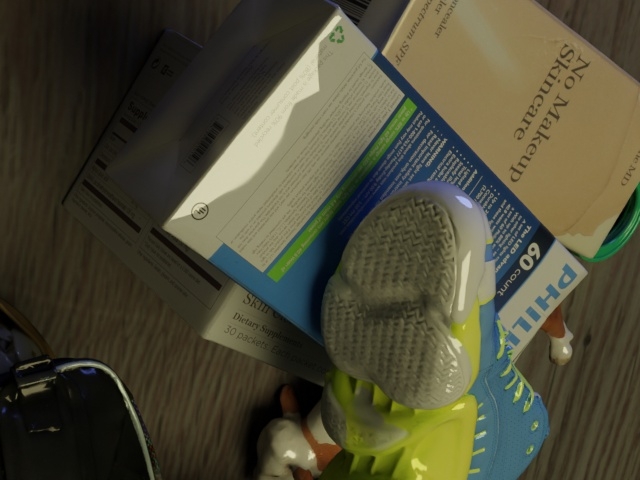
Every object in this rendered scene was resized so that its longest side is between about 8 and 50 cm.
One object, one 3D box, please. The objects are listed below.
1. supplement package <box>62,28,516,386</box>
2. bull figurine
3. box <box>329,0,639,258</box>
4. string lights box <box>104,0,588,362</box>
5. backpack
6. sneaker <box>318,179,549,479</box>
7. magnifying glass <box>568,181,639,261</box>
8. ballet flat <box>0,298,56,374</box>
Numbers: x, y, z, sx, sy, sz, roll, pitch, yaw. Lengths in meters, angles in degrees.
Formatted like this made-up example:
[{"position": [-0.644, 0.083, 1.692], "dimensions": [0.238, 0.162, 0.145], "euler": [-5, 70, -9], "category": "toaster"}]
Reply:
[{"position": [0.000, 0.000, 0.868], "dimensions": [0.261, 0.204, 0.145], "euler": [27, 96, -43], "category": "supplement package"}, {"position": [0.084, 0.126, 1.077], "dimensions": [0.310, 0.101, 0.188], "euler": [-46, 137, -5], "category": "bull figurine"}, {"position": [0.117, -0.112, 0.953], "dimensions": [0.311, 0.121, 0.148], "euler": [23, 98, -43], "category": "box"}, {"position": [0.025, -0.007, 0.691], "dimensions": [0.133, 0.076, 0.259], "euler": [-51, 131, -1], "category": "string lights box"}, {"position": [-0.196, 0.218, 0.754], "dimensions": [0.225, 0.191, 0.254], "euler": [-16, 82, -29], "category": "backpack"}, {"position": [0.066, 0.066, 0.662], "dimensions": [0.126, 0.091, 0.240], "euler": [-17, 133, -38], "category": "sneaker"}, {"position": [0.288, -0.088, 1.169], "dimensions": [0.092, 0.026, 0.231], "euler": [10, 109, -40], "category": "magnifying glass"}, {"position": [-0.232, 0.062, 0.812], "dimensions": [0.080, 0.073, 0.232], "euler": [-46, 133, -11], "category": "ballet flat"}]
